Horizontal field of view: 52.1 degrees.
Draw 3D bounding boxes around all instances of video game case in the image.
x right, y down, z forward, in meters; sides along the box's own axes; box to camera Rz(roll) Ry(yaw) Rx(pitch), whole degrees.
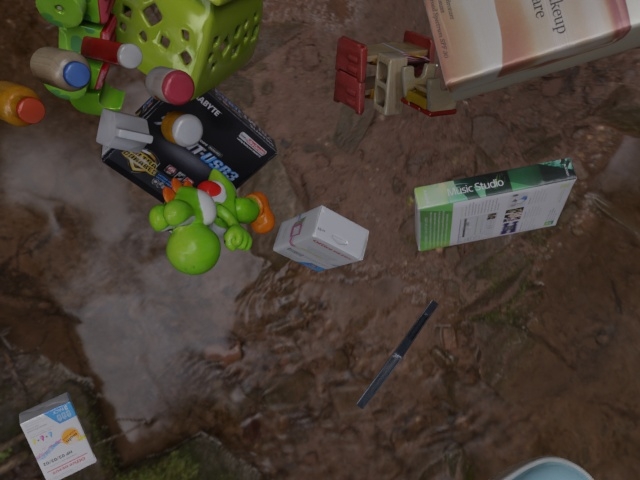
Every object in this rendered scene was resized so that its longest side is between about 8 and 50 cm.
[{"bbox_3d":[0.192,0.275,1.606,0.026,0.274,0.196,36,123,10],"label":"video game case"}]

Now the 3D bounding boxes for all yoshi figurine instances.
[{"bbox_3d":[-0.240,-0.018,1.427,0.203,0.362,0.203,40,107,13],"label":"yoshi figurine"}]

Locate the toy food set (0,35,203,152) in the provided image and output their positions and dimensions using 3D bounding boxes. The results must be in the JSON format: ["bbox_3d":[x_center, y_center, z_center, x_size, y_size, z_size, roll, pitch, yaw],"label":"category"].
[{"bbox_3d":[-0.213,-0.151,0.693,0.104,0.232,0.111,25,103,48],"label":"toy food set"}]

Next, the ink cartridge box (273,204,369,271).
[{"bbox_3d":[0.000,0.000,0.969,0.088,0.122,0.052,27,68,-25],"label":"ink cartridge box"}]

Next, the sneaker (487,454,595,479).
[{"bbox_3d":[0.113,0.308,0.461,0.135,0.150,0.366,37,69,12],"label":"sneaker"}]

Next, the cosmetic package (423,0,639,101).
[{"bbox_3d":[0.313,-0.322,0.943,0.296,0.129,0.153,-16,86,16],"label":"cosmetic package"}]

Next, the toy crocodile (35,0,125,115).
[{"bbox_3d":[-0.344,-0.316,0.962,0.105,0.115,0.340,11,141,-10],"label":"toy crocodile"}]

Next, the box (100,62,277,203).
[{"bbox_3d":[-0.305,-0.215,1.541,0.293,0.073,0.295,-37,129,18],"label":"box"}]

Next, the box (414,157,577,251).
[{"bbox_3d":[0.364,-0.071,1.416,0.322,0.232,0.058,-12,66,3],"label":"box"}]

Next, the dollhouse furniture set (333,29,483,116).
[{"bbox_3d":[0.200,-0.327,1.391,0.201,0.374,0.152,-12,123,-24],"label":"dollhouse furniture set"}]

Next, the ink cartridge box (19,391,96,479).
[{"bbox_3d":[-0.548,0.428,1.382,0.104,0.061,0.181,-23,108,-22],"label":"ink cartridge box"}]

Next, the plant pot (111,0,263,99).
[{"bbox_3d":[-0.218,-0.403,1.067,0.228,0.227,0.207,33,132,2],"label":"plant pot"}]
